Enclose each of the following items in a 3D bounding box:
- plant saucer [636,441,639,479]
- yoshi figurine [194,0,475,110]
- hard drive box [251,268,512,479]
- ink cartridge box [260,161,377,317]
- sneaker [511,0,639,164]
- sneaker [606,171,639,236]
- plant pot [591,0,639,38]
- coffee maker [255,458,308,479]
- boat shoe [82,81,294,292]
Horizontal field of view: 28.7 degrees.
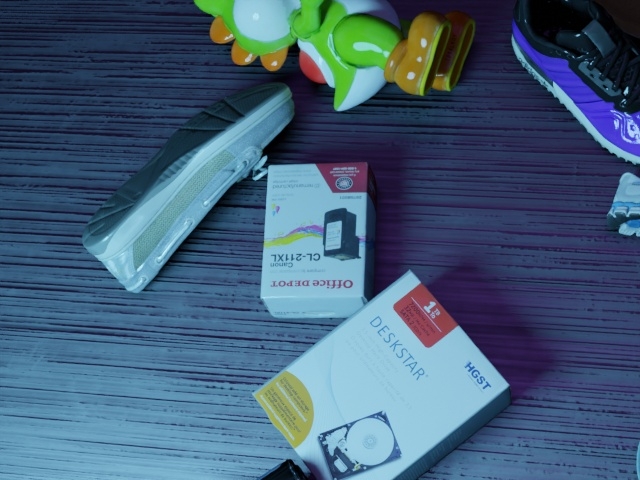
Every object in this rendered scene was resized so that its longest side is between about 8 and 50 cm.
[{"bbox_3d":[0.438,0.237,1.335,0.195,0.037,0.195,-18,48,21],"label":"plant saucer"},{"bbox_3d":[0.011,-0.314,1.582,0.362,0.203,0.203,21,58,20],"label":"yoshi figurine"},{"bbox_3d":[0.071,0.179,1.421,0.232,0.089,0.181,-38,68,-6],"label":"hard drive box"},{"bbox_3d":[0.000,0.000,1.512,0.128,0.072,0.175,-2,68,9],"label":"ink cartridge box"},{"bbox_3d":[0.336,-0.205,1.489,0.102,0.146,0.293,-44,67,-8],"label":"sneaker"},{"bbox_3d":[0.434,-0.047,1.454,0.191,0.071,0.082,8,65,13],"label":"sneaker"},{"bbox_3d":[0.410,-0.362,1.543,0.236,0.032,0.236,-1,93,-18],"label":"plant pot"},{"bbox_3d":[-0.073,0.331,1.348,0.178,0.171,0.120,-32,110,-2],"label":"coffee maker"},{"bbox_3d":[-0.150,-0.074,1.562,0.320,0.103,0.118,-45,29,-12],"label":"boat shoe"}]
